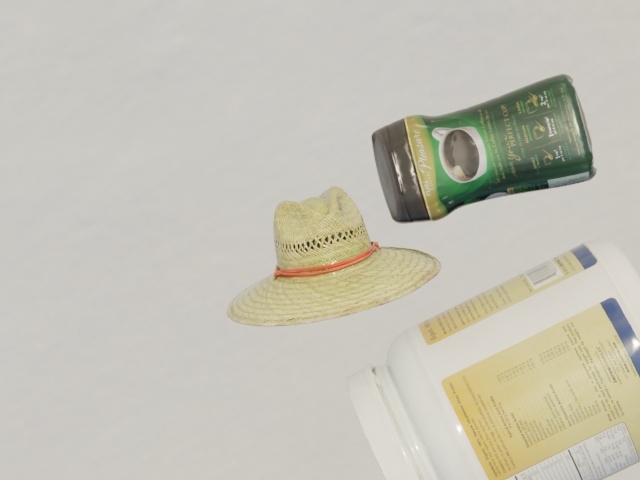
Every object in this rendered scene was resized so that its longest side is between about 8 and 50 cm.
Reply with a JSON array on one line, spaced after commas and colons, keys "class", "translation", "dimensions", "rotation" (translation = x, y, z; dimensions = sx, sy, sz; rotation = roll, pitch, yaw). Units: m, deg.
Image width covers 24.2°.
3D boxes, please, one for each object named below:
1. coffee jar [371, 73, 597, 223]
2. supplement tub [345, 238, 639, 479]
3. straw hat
[{"class": "coffee jar", "translation": [0.140, -0.076, 1.298], "dimensions": [0.184, 0.096, 0.079], "rotation": [-14, 177, 7]}, {"class": "supplement tub", "translation": [0.207, 0.160, 1.550], "dimensions": [0.316, 0.228, 0.228], "rotation": [-26, 157, 4]}, {"class": "straw hat", "translation": [0.000, 0.000, 0.913], "dimensions": [0.144, 0.061, 0.144], "rotation": [-12, -167, 3]}]
